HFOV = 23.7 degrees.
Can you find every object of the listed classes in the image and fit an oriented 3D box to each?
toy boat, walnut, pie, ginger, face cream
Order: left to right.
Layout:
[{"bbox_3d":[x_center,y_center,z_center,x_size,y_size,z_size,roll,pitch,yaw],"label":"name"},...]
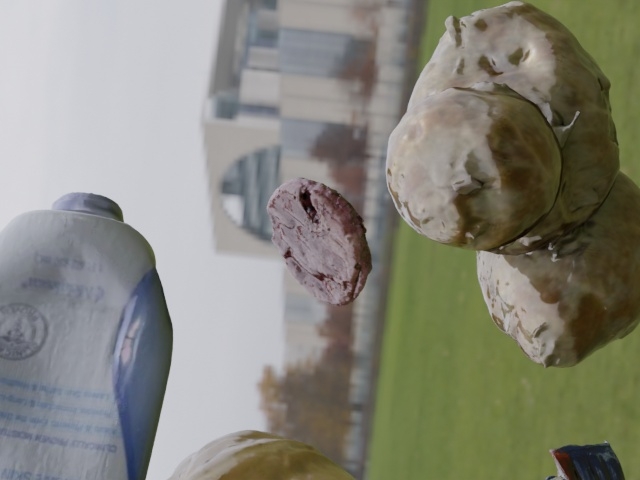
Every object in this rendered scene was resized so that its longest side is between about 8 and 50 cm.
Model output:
[{"bbox_3d":[-0.252,0.138,1.377,0.137,0.234,0.420,101,178,-56],"label":"face cream"},{"bbox_3d":[-0.101,0.431,1.993,0.383,0.383,0.384,6,-90,-88],"label":"walnut"},{"bbox_3d":[0.000,0.000,1.659,0.038,0.153,0.154,-36,-32,-31],"label":"pie"},{"bbox_3d":[0.237,0.353,1.823,0.219,0.318,0.072,35,-161,-46],"label":"toy boat"},{"bbox_3d":[0.174,-0.025,1.236,0.375,0.176,0.256,52,-147,-44],"label":"ginger"}]
